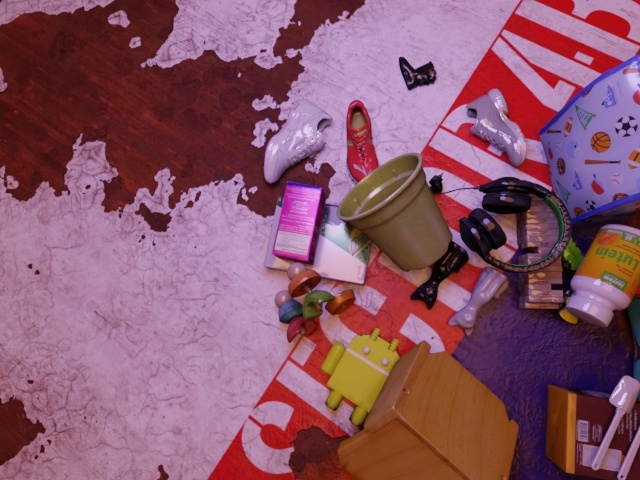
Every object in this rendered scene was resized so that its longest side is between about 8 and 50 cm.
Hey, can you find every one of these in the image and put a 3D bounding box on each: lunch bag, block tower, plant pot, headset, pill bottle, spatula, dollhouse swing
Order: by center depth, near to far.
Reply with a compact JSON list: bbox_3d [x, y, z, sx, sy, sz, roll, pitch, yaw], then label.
[{"bbox_3d":[0.756,0.470,0.968,0.168,0.019,0.242,30,85,6],"label":"spatula"},{"bbox_3d":[0.772,-0.233,1.033,0.238,0.385,0.328,-11,78,7],"label":"lunch bag"},{"bbox_3d":[0.746,0.094,1.050,0.136,0.136,0.246,31,85,12],"label":"pill bottle"},{"bbox_3d":[0.274,0.530,1.107,0.346,0.305,0.315,41,50,1],"label":"dollhouse swing"},{"bbox_3d":[0.228,-0.059,1.135,0.276,0.276,0.254,-40,109,0],"label":"plant pot"},{"bbox_3d":[0.482,-0.071,1.139,0.394,0.185,0.244,34,92,15],"label":"headset"},{"bbox_3d":[0.625,0.026,1.159,0.097,0.091,0.336,0,81,8],"label":"block tower"}]

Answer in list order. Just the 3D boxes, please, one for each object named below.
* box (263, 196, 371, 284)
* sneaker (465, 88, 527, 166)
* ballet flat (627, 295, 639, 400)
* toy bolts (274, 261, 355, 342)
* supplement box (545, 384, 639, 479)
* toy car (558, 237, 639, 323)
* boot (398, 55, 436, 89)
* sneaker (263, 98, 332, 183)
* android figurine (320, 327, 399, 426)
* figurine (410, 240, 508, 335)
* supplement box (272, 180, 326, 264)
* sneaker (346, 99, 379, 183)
[{"bbox_3d":[0.000,0.000,1.271,0.321,0.058,0.233,9,81,8],"label":"box"},{"bbox_3d":[0.533,-0.330,1.242,0.120,0.099,0.263,-21,70,12],"label":"sneaker"},{"bbox_3d":[0.900,0.304,1.068,0.106,0.107,0.316,4,83,-20],"label":"ballet flat"},{"bbox_3d":[-0.036,0.171,1.214,0.228,0.218,0.159,-51,60,30],"label":"toy bolts"},{"bbox_3d":[0.712,0.493,1.044,0.194,0.129,0.192,6,81,9],"label":"supplement box"},{"bbox_3d":[0.742,0.093,1.149,0.238,0.053,0.225,-26,77,2],"label":"toy car"},{"bbox_3d":[0.320,-0.562,1.330,0.099,0.045,0.121,-19,85,7],"label":"boot"},{"bbox_3d":[-0.075,-0.310,1.307,0.152,0.114,0.305,29,85,13],"label":"sneaker"},{"bbox_3d":[0.132,0.392,1.186,0.248,0.056,0.273,31,87,12],"label":"android figurine"},{"bbox_3d":[0.404,0.143,1.181,0.214,0.092,0.210,35,95,12],"label":"figurine"},{"bbox_3d":[-0.060,-0.048,1.204,0.113,0.111,0.220,11,82,9],"label":"supplement box"},{"bbox_3d":[0.121,-0.309,1.276,0.107,0.118,0.279,-11,79,7],"label":"sneaker"}]
